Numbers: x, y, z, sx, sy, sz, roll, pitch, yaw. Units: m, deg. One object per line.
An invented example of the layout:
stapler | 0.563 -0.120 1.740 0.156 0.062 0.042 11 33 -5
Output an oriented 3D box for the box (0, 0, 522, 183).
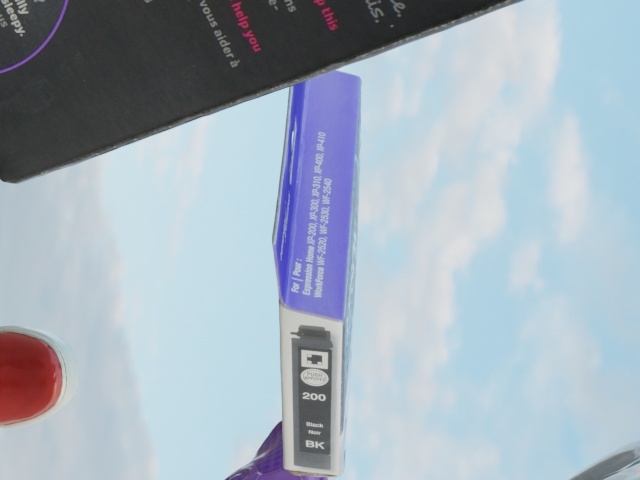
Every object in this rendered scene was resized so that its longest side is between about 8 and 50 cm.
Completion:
box | -0.032 -0.154 0.571 0.165 0.270 0.143 65 28 -17

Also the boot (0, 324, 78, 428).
boot | -0.338 0.124 1.160 0.244 0.176 0.088 -6 -90 28

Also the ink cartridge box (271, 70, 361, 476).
ink cartridge box | 0.000 0.000 0.850 0.208 0.045 0.206 88 4 -47

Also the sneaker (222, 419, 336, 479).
sneaker | -0.078 0.204 0.929 0.236 0.104 0.095 -54 -162 -24

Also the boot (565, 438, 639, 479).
boot | 0.187 0.074 0.484 0.123 0.258 0.095 173 -100 -78
